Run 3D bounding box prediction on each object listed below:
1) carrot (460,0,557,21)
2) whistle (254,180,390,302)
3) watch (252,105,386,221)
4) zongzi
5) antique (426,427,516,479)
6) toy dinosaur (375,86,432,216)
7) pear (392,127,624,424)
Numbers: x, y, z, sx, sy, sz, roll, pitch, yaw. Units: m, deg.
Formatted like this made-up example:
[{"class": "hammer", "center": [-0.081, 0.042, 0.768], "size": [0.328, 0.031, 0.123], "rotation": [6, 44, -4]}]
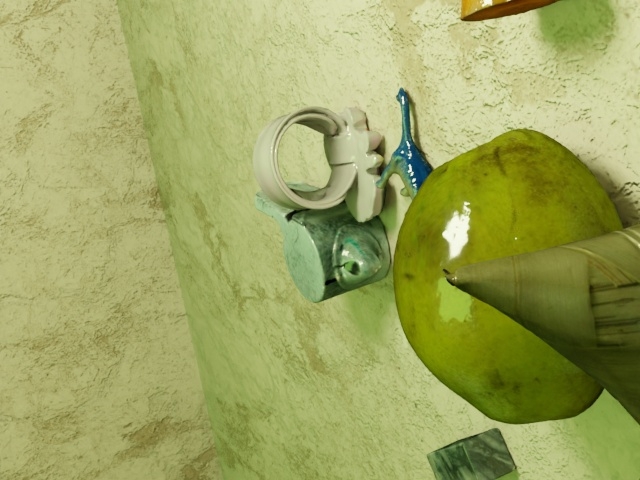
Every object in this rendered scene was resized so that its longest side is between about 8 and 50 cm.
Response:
[{"class": "carrot", "center": [0.256, -0.415, 1.195], "size": [0.159, 0.159, 0.225], "rotation": [5, 102, 64]}, {"class": "whistle", "center": [-0.004, -0.030, 1.957], "size": [0.405, 0.168, 0.188], "rotation": [55, 151, 32]}, {"class": "watch", "center": [-0.001, -0.144, 1.796], "size": [0.196, 0.231, 0.244], "rotation": [-4, 96, 62]}, {"class": "zongzi", "center": [0.374, 0.189, 1.072], "size": [0.181, 0.418, 0.447], "rotation": [-126, 26, -78]}, {"class": "antique", "center": [0.287, 0.432, 1.753], "size": [0.086, 0.088, 0.183], "rotation": [68, 155, 13]}, {"class": "toy dinosaur", "center": [0.181, -0.135, 1.629], "size": [0.248, 0.075, 0.188], "rotation": [58, 145, 41]}, {"class": "pear", "center": [0.264, 0.056, 1.283], "size": [0.352, 0.351, 0.414], "rotation": [162, 99, -66]}]
